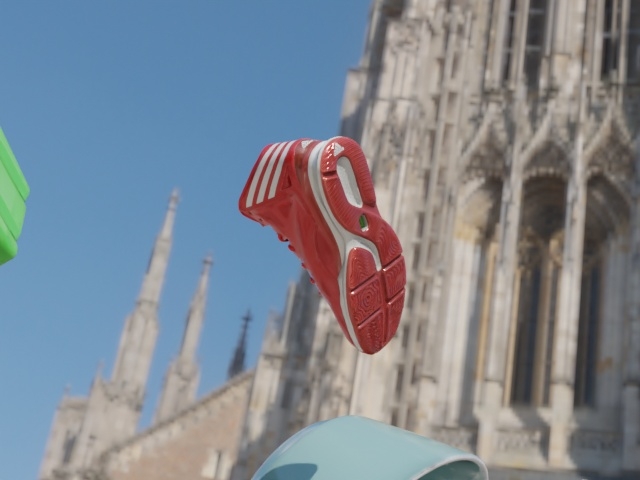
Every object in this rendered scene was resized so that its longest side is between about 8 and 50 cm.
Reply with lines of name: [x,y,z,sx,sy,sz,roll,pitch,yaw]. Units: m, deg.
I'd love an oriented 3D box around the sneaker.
sneaker: [0.000,0.000,1.214,0.128,0.087,0.221,9,-60,42]

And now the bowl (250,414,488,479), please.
bowl: [0.022,0.315,1.400,0.163,0.311,0.311,36,-15,32]

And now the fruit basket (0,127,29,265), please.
fruit basket: [-0.582,-0.074,1.531,0.392,0.283,0.392,-3,-57,-4]
